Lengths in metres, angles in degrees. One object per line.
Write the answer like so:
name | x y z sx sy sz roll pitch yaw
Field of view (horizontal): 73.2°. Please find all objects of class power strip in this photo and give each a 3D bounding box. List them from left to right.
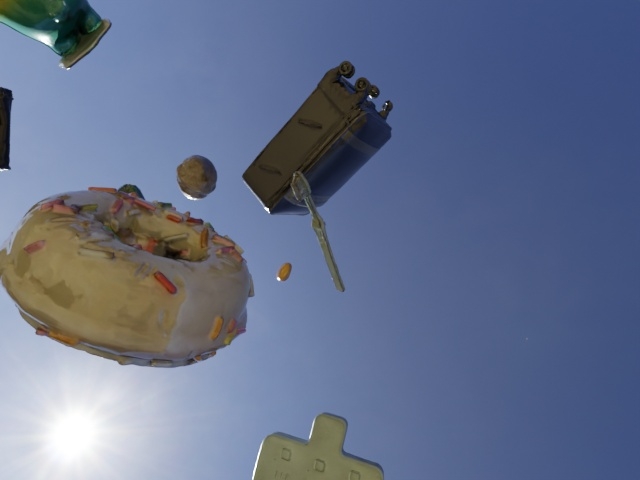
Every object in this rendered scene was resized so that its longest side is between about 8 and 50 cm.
power strip | 0.003 0.465 0.906 0.265 0.059 0.193 12 -101 12

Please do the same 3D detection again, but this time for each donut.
donut | -0.274 0.037 0.680 0.383 0.383 0.142 35 -75 28

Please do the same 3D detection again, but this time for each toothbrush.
toothbrush | 0.003 -0.004 0.793 0.026 0.294 0.028 8 -130 32

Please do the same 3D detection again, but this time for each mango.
mango | -0.129 0.113 1.570 0.089 0.046 0.059 -49 -149 43

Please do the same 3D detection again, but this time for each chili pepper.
chili pepper | -0.724 -0.088 1.486 0.265 0.116 0.148 -31 -101 17

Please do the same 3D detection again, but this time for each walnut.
walnut | -0.411 -0.211 1.434 0.140 0.140 0.162 -42 -125 12

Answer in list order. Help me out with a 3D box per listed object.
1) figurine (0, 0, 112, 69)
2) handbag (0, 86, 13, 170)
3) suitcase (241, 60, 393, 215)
figurine | -0.742 -0.642 1.107 0.323 0.340 0.231 -51 -134 -7
handbag | -0.928 -0.299 1.119 0.247 0.080 0.222 5 -87 -4
suitcase | 0.003 -0.243 1.177 0.434 0.283 0.194 -43 -104 20
